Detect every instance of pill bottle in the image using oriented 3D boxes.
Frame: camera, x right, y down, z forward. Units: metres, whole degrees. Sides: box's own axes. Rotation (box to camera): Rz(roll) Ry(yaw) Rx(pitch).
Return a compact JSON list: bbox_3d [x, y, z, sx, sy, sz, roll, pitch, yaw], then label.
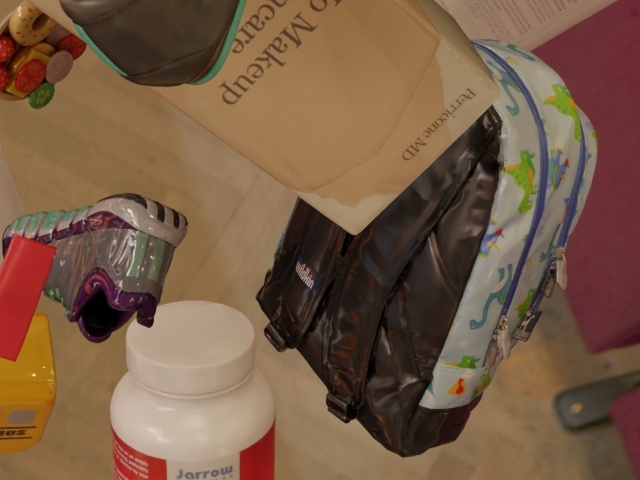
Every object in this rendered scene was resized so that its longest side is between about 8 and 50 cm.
[{"bbox_3d":[-0.177,0.301,1.692,0.229,0.408,0.229,1,27,-1],"label":"pill bottle"}]

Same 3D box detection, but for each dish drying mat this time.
[{"bbox_3d":[-0.208,0.039,0.821,0.032,0.008,0.083,20,90,-24],"label":"dish drying mat"}]

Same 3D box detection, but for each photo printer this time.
[{"bbox_3d":[0.281,-0.358,1.478,0.307,0.256,0.107,-30,61,16],"label":"photo printer"}]

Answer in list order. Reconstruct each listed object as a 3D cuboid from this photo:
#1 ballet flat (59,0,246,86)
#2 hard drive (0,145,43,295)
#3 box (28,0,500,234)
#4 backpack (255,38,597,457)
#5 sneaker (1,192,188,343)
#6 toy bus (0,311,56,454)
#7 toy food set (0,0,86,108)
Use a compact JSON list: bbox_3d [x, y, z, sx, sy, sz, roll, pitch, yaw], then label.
[{"bbox_3d":[-0.051,-0.213,0.579,0.096,0.095,0.280,22,83,-40],"label":"ballet flat"},{"bbox_3d":[-0.419,0.005,1.298,0.210,0.319,0.040,-19,64,-12],"label":"hard drive"},{"bbox_3d":[-0.049,-0.155,0.748,0.311,0.148,0.121,34,21,-29],"label":"box"},{"bbox_3d":[0.107,-0.025,1.167,0.273,0.356,0.290,-16,40,-30],"label":"backpack"},{"bbox_3d":[-0.189,0.031,0.915,0.083,0.223,0.098,22,67,-33],"label":"sneaker"},{"bbox_3d":[-0.419,0.133,1.089,0.332,0.130,0.108,2,53,-25],"label":"toy bus"},{"bbox_3d":[-0.195,-0.131,0.828,0.020,0.082,0.083,36,96,22],"label":"toy food set"}]
